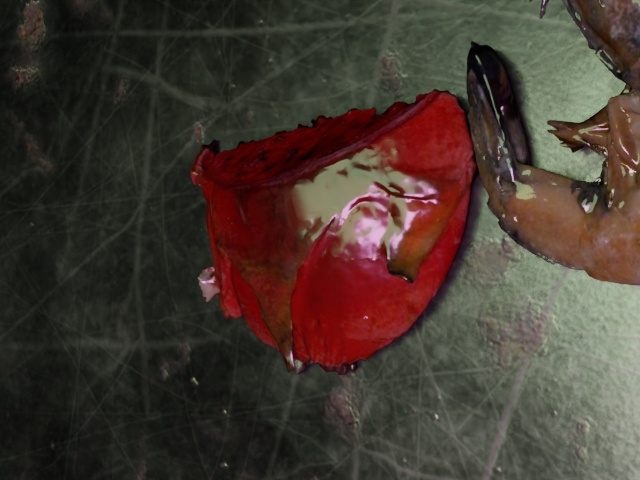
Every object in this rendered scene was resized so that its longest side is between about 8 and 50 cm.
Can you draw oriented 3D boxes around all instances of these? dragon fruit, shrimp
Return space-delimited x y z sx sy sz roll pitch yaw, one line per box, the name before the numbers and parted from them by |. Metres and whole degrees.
dragon fruit | 0.000 0.000 1.062 0.343 0.100 0.282 -12 87 31
shrimp | 0.229 -0.166 0.941 0.272 0.085 0.445 -32 75 33
